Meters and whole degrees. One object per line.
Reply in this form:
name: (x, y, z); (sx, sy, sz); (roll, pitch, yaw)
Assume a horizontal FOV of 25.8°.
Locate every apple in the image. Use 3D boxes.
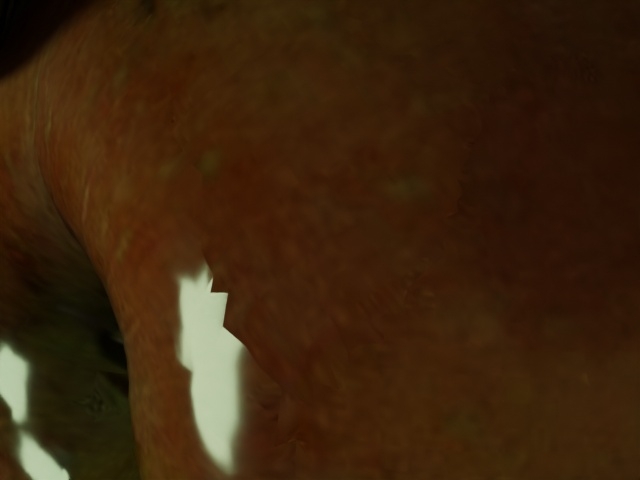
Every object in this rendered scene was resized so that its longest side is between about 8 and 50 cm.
apple: (0.045, 0.016, 0.481); (0.305, 0.339, 0.338); (-16, 179, -33)

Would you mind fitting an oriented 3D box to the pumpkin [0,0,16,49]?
pumpkin: (-0.218, -0.102, 0.417); (0.317, 0.139, 0.222); (-9, 166, 26)
